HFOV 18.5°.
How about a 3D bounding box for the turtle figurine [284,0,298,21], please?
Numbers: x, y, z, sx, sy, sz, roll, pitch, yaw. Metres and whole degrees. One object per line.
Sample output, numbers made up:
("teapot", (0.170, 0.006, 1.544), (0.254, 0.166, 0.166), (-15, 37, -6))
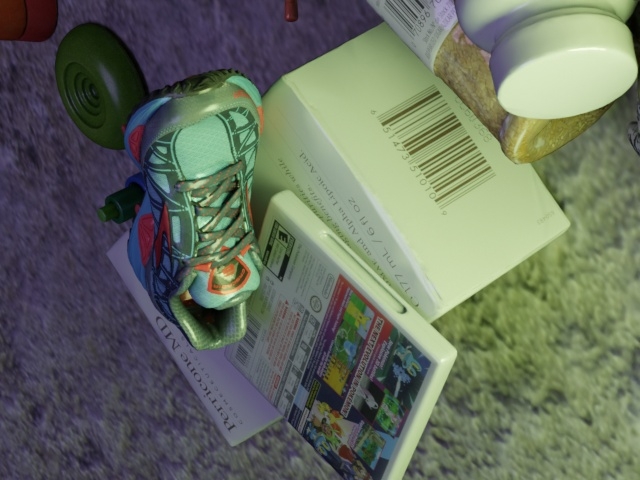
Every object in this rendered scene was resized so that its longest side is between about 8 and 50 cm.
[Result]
("turtle figurine", (-0.127, -0.272, 1.621), (0.217, 0.087, 0.269), (-25, 93, 57))

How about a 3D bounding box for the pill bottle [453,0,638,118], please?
("pill bottle", (0.135, -0.186, 1.231), (0.117, 0.117, 0.208), (132, 136, -55))

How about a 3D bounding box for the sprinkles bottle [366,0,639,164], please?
("sprinkles bottle", (0.065, -0.215, 1.373), (0.355, 0.121, 0.121), (50, 145, 18))

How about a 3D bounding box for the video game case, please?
("video game case", (0.010, 0.085, 1.484), (0.183, 0.023, 0.201), (44, 143, 21))

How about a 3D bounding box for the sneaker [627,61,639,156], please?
("sneaker", (0.246, -0.162, 1.170), (0.182, 0.158, 0.410), (53, 145, 45))

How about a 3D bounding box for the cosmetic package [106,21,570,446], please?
("cosmetic package", (0.000, 0.000, 1.585), (0.217, 0.156, 0.385), (56, 145, 5))

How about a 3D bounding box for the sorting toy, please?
("sorting toy", (-0.262, -0.143, 1.864), (0.365, 0.126, 0.127), (48, 144, 21))

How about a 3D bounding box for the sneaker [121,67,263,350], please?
("sneaker", (-0.074, -0.015, 1.424), (0.262, 0.104, 0.125), (96, 151, -55))
